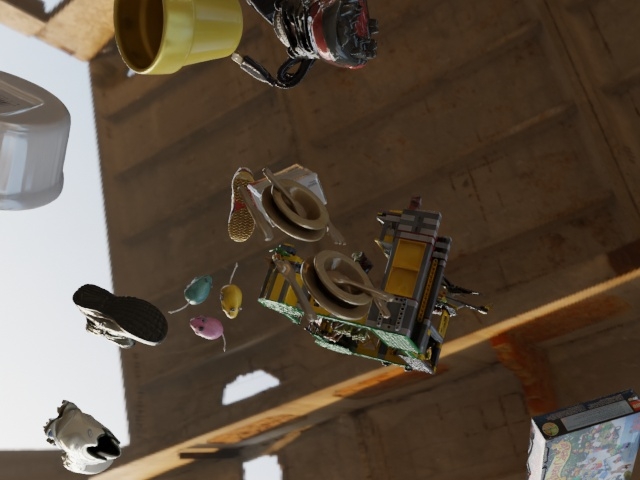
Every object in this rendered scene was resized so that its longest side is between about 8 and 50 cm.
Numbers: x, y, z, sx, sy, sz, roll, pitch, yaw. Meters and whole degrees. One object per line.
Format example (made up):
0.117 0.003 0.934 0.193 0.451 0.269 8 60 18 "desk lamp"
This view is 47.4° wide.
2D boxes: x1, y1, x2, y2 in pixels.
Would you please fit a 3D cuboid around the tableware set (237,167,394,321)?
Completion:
0.000 0.000 0.794 0.039 0.128 0.194 -50 -124 31 "tableware set"

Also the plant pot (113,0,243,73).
-0.324 -0.520 1.720 0.254 0.239 0.254 13 -73 48 "plant pot"

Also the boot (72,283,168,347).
-0.437 0.193 1.645 0.247 0.161 0.083 22 -124 17 "boot"

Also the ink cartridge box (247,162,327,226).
-0.074 -0.099 1.552 0.127 0.072 0.175 -24 -163 -8 "ink cartridge box"

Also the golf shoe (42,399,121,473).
-0.303 0.282 0.980 0.086 0.176 0.069 20 -118 18 "golf shoe"

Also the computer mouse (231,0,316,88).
-0.091 -0.356 1.096 0.184 0.262 0.060 -50 -171 21 "computer mouse"

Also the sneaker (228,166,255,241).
-0.188 -0.090 1.797 0.084 0.070 0.185 -91 -170 -66 "sneaker"

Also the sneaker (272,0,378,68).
0.002 -0.271 0.925 0.135 0.276 0.097 -8 -65 9 "sneaker"

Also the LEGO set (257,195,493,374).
0.078 0.051 1.020 0.255 0.331 0.192 8 -109 31 "LEGO set"

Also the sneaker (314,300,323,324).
-0.012 0.119 1.387 0.061 0.065 0.158 -55 -167 -11 "sneaker"

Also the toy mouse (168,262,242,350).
-0.202 0.121 1.313 0.031 0.143 0.161 -6 -95 53 "toy mouse"

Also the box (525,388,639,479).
0.396 0.335 1.107 0.159 0.233 0.044 -15 -141 -7 "box"

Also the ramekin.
-0.527 -0.171 1.134 0.277 0.277 0.135 42 -62 36 "ramekin"
